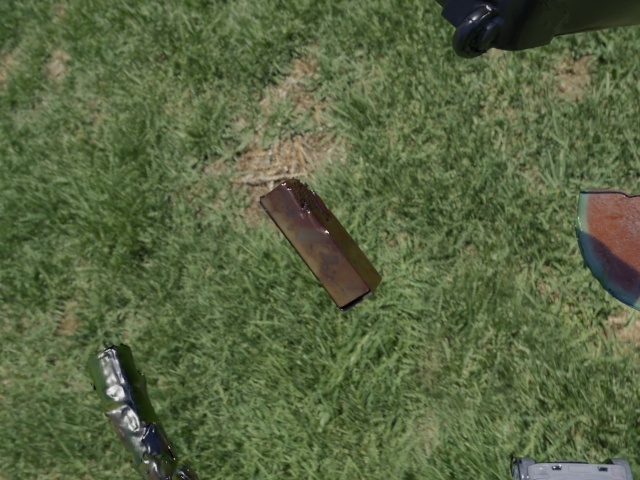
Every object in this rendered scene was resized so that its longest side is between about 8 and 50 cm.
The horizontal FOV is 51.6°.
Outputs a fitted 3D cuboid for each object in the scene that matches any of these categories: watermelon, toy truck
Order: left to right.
[{"bbox_3d":[0.239,0.302,0.662,0.114,0.253,0.124,-2,55,6],"label":"toy truck"},{"bbox_3d":[0.700,0.063,1.412,0.222,0.319,0.292,-54,27,-21],"label":"watermelon"}]

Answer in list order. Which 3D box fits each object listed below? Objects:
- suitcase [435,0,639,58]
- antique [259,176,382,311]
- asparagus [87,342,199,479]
[{"bbox_3d":[0.176,-0.338,0.617,0.340,0.188,0.345,-17,55,-35],"label":"suitcase"},{"bbox_3d":[0.000,0.000,1.440,0.093,0.087,0.310,-35,94,27],"label":"antique"},{"bbox_3d":[-0.104,0.141,0.428,0.165,0.036,0.030,54,137,18],"label":"asparagus"}]
